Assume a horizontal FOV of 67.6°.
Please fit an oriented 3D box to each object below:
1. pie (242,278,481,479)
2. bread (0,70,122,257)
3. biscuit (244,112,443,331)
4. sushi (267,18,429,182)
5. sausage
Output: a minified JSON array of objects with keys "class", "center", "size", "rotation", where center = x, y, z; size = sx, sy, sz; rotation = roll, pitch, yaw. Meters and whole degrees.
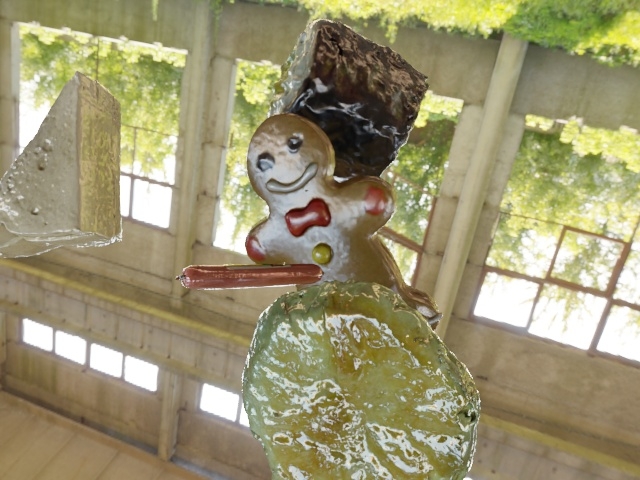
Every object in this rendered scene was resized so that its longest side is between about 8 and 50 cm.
[{"class":"pie","center":[0.037,0.189,0.552],"size":[0.307,0.306,0.071],"rotation":[16,-163,17]},{"class":"bread","center":[-0.243,-0.064,0.431],"size":[0.105,0.152,0.077],"rotation":[-5,170,3]},{"class":"biscuit","center":[0.000,0.000,0.785],"size":[0.283,0.431,0.064],"rotation":[-20,-170,22]},{"class":"sushi","center":[0.045,-0.289,1.055],"size":[0.294,0.299,0.281],"rotation":[25,162,-19]},{"class":"sausage","center":[-0.078,0.044,0.601],"size":[0.223,0.029,0.029],"rotation":[2,-161,-43]}]
